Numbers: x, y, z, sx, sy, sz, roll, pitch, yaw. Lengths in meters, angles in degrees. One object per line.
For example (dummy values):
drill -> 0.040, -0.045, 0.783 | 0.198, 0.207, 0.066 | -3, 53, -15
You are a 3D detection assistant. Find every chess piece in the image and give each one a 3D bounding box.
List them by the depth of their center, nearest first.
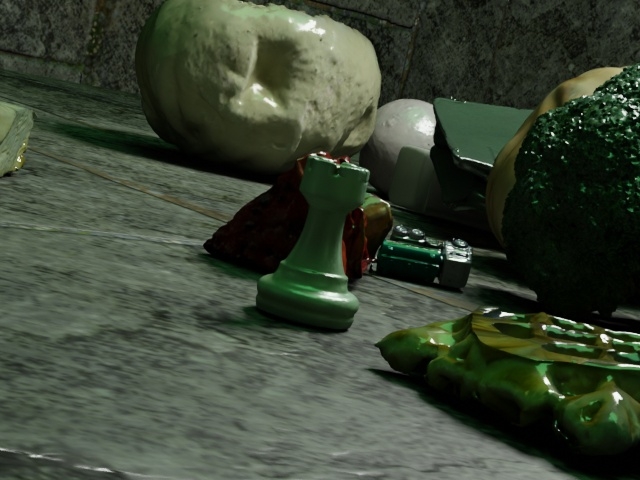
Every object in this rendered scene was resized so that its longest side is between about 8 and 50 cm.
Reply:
chess piece -> 0.000, 0.000, 0.957 | 0.067, 0.103, 0.067 | 13, 7, -2

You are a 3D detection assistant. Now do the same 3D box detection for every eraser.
eraser -> 0.255, -0.046, 1.913 | 0.351, 0.089, 0.061 | 15, 5, 15

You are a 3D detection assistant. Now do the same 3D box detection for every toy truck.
toy truck -> 0.089, 0.017, 1.279 | 0.083, 0.039, 0.044 | 11, 23, -4

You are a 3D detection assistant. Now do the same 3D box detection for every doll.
doll -> 0.200, -0.101, 2.068 | 0.287, 0.151, 0.151 | 18, 8, 13

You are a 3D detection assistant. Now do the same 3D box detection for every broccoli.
broccoli -> 0.297, -0.012, 1.278 | 0.269, 0.254, 0.269 | 47, 10, -11

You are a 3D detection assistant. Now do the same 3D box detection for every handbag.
handbag -> 0.259, -0.092, 1.789 | 0.247, 0.079, 0.260 | 7, 21, -4

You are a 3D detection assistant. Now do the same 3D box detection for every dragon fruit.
dragon fruit -> 0.000, 0.004, 1.193 | 0.092, 0.122, 0.192 | 55, 12, 10

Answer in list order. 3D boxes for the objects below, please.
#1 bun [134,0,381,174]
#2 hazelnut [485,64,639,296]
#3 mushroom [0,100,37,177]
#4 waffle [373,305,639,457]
bun -> -0.087, -0.192, 1.978 | 0.359, 0.211, 0.360 | 10, 0, 0
hazelnut -> 0.293, -0.041, 1.535 | 0.241, 0.261, 0.261 | 44, 2, -10
mushroom -> -0.308, -0.089, 1.220 | 0.107, 0.087, 0.333 | 14, 4, 19
waffle -> 0.166, 0.078, 0.836 | 0.204, 0.054, 0.223 | 9, 7, -35
